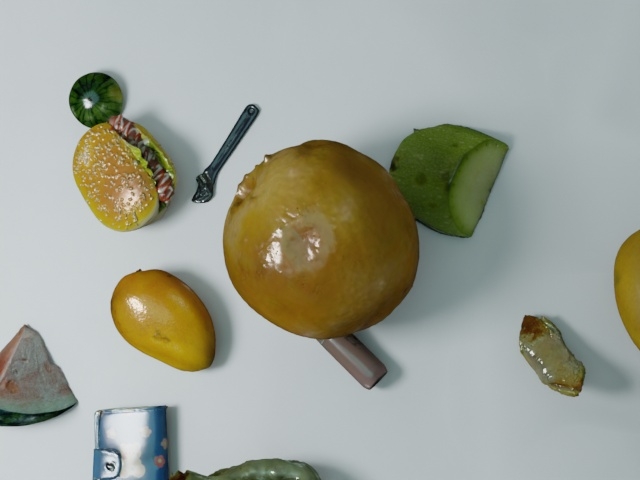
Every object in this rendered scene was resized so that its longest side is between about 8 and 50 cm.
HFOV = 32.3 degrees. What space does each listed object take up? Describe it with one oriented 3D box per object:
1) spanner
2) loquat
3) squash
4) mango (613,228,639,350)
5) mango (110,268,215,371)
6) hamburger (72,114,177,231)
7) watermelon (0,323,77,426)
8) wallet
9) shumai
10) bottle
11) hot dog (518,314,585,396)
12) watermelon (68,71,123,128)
[{"bbox_3d":[-0.173,-0.156,2.006,0.046,0.012,0.209,33,90,13],"label":"spanner"},{"bbox_3d":[0.000,0.000,1.802,0.328,0.328,0.329,-1,83,12],"label":"loquat"},{"bbox_3d":[0.204,-0.118,1.885,0.184,0.085,0.192,21,86,13],"label":"squash"},{"bbox_3d":[0.664,0.109,1.691,0.445,0.232,0.300,21,92,20],"label":"mango"},{"bbox_3d":[-0.270,0.142,1.944,0.219,0.112,0.145,41,92,2],"label":"mango"},{"bbox_3d":[-0.353,-0.119,1.986,0.173,0.116,0.210,-38,77,8],"label":"hamburger"},{"bbox_3d":[-0.560,0.272,2.019,0.207,0.136,0.202,-4,41,37],"label":"watermelon"},{"bbox_3d":[-0.334,0.395,1.946,0.141,0.059,0.202,-5,82,13],"label":"wallet"},{"bbox_3d":[-0.128,0.451,1.797,0.260,0.222,0.225,-27,56,10],"label":"shumai"},{"bbox_3d":[0.050,0.191,1.894,0.140,0.053,0.053,43,93,14],"label":"bottle"},{"bbox_3d":[0.380,0.197,1.820,0.078,0.061,0.169,-27,52,0],"label":"hot dog"},{"bbox_3d":[-0.421,-0.260,2.045,0.105,0.062,0.106,0,92,11],"label":"watermelon"}]
